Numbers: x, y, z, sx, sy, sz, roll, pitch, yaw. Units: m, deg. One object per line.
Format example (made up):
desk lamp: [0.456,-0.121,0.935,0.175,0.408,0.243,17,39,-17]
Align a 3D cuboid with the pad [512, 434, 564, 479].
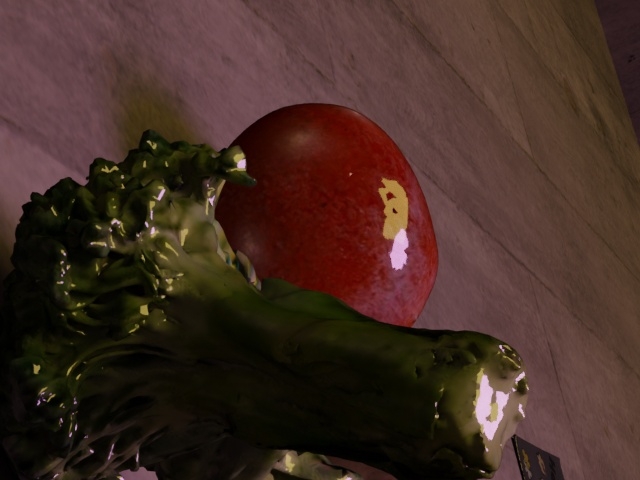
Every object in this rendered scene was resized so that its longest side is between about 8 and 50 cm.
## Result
pad: [0.241,0.316,1.728,0.170,0.006,0.245,32,41,-62]

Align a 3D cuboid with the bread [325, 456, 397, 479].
bread: [0.039,0.125,1.144,0.077,0.105,0.152,33,35,-30]

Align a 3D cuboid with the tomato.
tomato: [0.000,0.000,1.097,0.167,0.167,0.167,56,22,-37]

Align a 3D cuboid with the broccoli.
broccoli: [-0.029,0.079,0.799,0.177,0.275,0.198,-39,141,-34]
